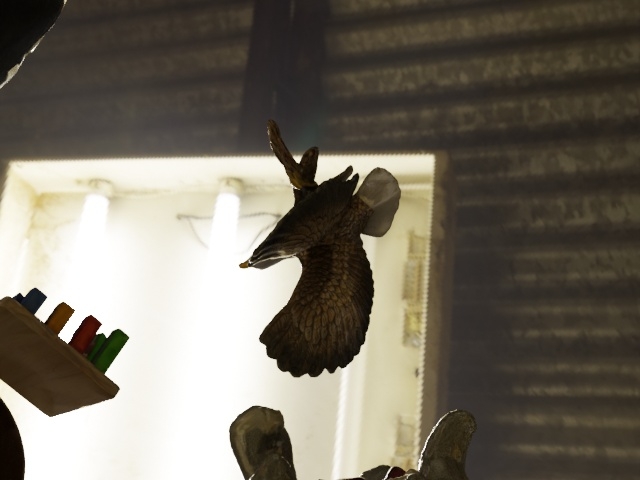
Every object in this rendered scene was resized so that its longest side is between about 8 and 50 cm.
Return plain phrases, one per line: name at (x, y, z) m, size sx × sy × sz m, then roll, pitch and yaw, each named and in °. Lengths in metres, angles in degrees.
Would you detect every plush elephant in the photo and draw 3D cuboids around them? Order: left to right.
plush elephant at (0.082, 0.280, 0.930) m, size 0.255 × 0.272 × 0.330 m, roll -37°, pitch -147°, yaw 25°

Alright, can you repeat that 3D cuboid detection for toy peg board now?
toy peg board at (-0.312, 0.113, 1.090) m, size 0.161 × 0.160 × 0.079 m, roll -23°, pitch -150°, yaw 45°

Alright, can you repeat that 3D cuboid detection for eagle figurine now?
eagle figurine at (-0.008, 0.007, 1.256) m, size 0.225 × 0.226 × 0.298 m, roll -53°, pitch -158°, yaw 20°

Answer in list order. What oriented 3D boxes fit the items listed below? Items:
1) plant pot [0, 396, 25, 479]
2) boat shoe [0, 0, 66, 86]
plant pot at (-0.574, 0.322, 1.332) m, size 0.230 × 0.215 × 0.215 m, roll -24°, pitch -118°, yaw 17°
boat shoe at (-0.321, -0.146, 0.410) m, size 0.187 × 0.500 × 0.156 m, roll 30°, pitch -79°, yaw 30°
